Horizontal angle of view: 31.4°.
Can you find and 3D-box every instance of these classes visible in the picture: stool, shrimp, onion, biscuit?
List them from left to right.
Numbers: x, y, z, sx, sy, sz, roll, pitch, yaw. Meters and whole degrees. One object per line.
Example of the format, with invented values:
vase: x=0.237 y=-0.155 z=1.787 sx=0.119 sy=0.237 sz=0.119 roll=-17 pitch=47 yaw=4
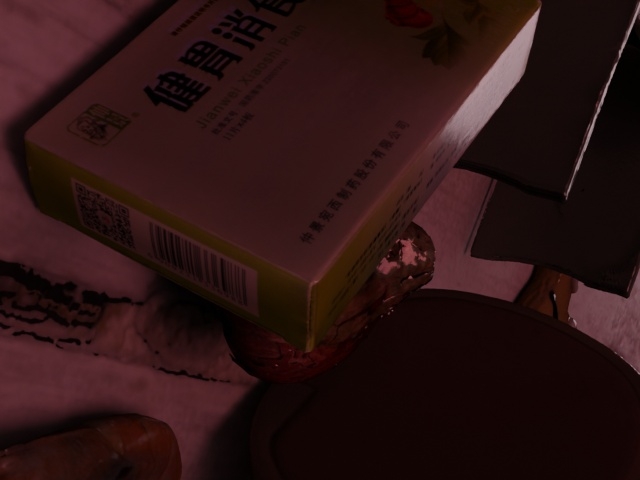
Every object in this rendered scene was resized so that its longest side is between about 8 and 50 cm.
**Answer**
shrimp: x=-0.153 y=0.168 z=0.641 sx=0.251 sy=0.052 sz=0.144 roll=17 pitch=91 yaw=-60
onion: x=0.000 y=0.000 z=0.724 sx=0.184 sy=0.147 sz=0.184 roll=0 pitch=90 yaw=-81
biscuit: x=0.213 y=0.145 z=1.237 sx=0.301 sy=0.049 sz=0.197 roll=-43 pitch=135 yaw=-41
stool: x=0.209 y=-0.127 z=0.988 sx=0.243 sy=0.170 sz=0.270 roll=41 pitch=68 yaw=-56

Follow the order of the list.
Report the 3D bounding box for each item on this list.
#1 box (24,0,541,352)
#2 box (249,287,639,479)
box: x=-0.011 y=-0.078 z=0.635 sx=0.260 sy=0.175 sz=0.062 roll=-50 pitch=157 yaw=-35
box: x=0.096 y=0.210 z=0.862 sx=0.301 sy=0.301 sz=0.216 roll=-40 pitch=142 yaw=-44
